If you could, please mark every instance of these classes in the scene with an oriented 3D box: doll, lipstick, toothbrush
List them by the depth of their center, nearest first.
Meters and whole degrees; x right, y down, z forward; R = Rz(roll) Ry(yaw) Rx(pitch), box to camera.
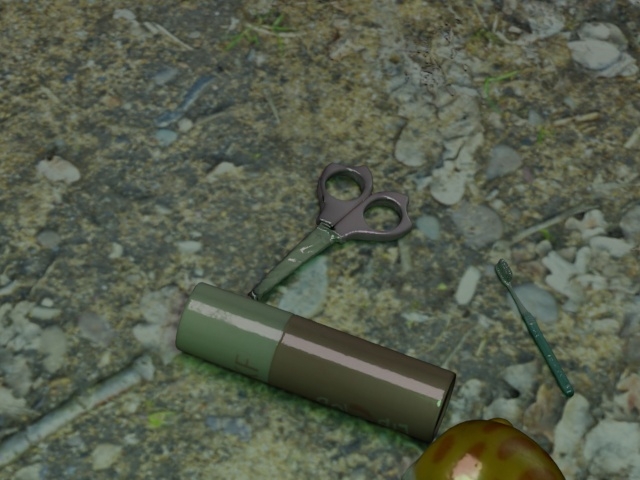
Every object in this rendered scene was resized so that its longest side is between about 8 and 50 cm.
[{"bbox_3d":[0.172,0.271,1.685,0.162,0.167,0.269,-25,61,-21],"label":"doll"},{"bbox_3d":[-0.005,0.112,1.847,0.254,0.070,0.070,20,52,9],"label":"lipstick"},{"bbox_3d":[0.207,0.083,1.930,0.011,0.014,0.167,-8,52,-24],"label":"toothbrush"}]

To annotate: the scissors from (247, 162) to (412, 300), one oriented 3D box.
[{"bbox_3d":[0.000,0.000,1.970,0.110,0.021,0.212,37,56,18],"label":"scissors"}]
